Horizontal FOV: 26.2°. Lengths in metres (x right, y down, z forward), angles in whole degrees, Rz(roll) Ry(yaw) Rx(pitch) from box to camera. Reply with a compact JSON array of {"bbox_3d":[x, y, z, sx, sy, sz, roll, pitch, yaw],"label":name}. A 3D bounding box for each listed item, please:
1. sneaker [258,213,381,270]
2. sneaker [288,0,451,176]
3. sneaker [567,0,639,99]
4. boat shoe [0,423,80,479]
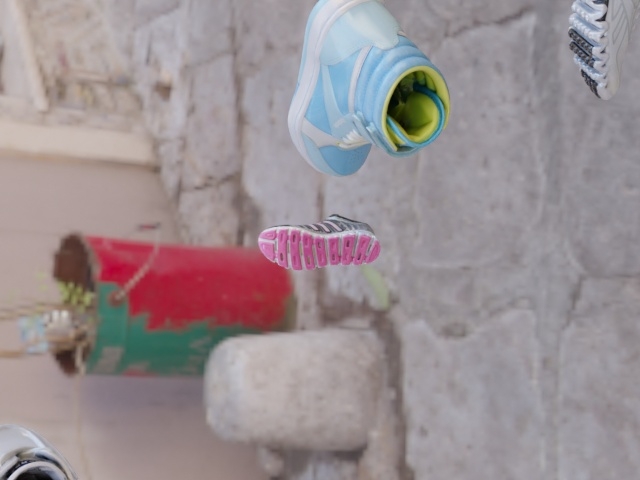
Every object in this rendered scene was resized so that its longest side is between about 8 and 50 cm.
[{"bbox_3d":[0.000,0.000,1.909,0.075,0.170,0.063,-78,-13,-68],"label":"sneaker"},{"bbox_3d":[0.064,-0.144,1.717,0.208,0.127,0.319,51,157,29],"label":"sneaker"},{"bbox_3d":[0.407,-0.330,1.902,0.110,0.118,0.292,-115,13,-56],"label":"sneaker"},{"bbox_3d":[-0.218,0.201,1.062,0.258,0.095,0.084,43,136,53],"label":"boat shoe"}]
